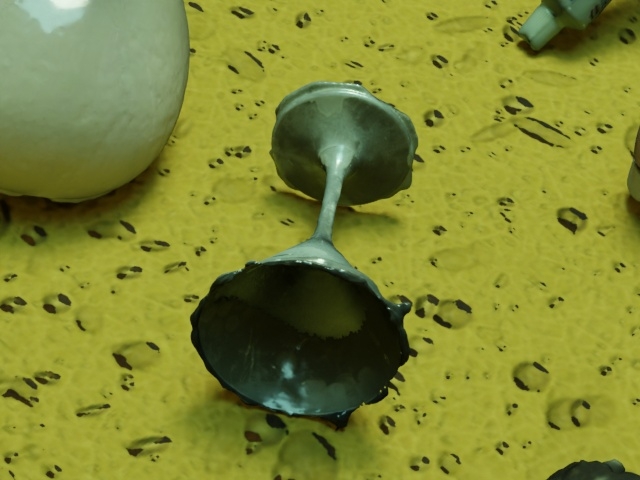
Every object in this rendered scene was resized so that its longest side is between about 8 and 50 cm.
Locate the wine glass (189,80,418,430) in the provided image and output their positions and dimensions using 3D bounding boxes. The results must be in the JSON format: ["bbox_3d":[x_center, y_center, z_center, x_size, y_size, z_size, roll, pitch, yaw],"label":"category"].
[{"bbox_3d":[0.000,0.000,1.007,0.122,0.122,0.183,12,39,1],"label":"wine glass"}]

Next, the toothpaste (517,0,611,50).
[{"bbox_3d":[0.234,-0.232,1.213,0.047,0.069,0.268,45,95,9],"label":"toothpaste"}]

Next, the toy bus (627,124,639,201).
[{"bbox_3d":[0.306,-0.051,1.081,0.202,0.142,0.142,33,49,20],"label":"toy bus"}]

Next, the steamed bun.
[{"bbox_3d":[-0.163,-0.140,1.071,0.177,0.131,0.228,9,50,-22],"label":"steamed bun"}]

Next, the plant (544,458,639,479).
[{"bbox_3d":[0.068,0.218,0.769,0.274,0.149,0.146,-35,16,-19],"label":"plant"}]
